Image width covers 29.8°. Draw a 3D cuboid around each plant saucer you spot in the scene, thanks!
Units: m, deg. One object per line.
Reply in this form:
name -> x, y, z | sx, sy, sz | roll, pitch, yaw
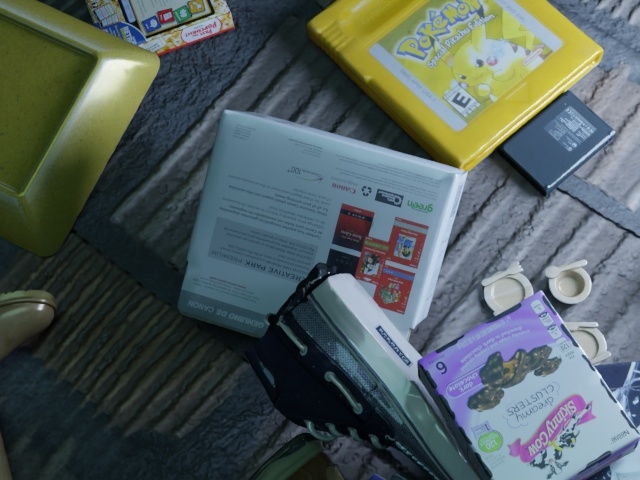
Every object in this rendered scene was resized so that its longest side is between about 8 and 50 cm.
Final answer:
plant saucer -> -0.445, -0.192, 1.679 | 0.333, 0.081, 0.332 | 25, 80, 10

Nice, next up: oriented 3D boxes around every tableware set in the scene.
tableware set -> 0.293, 0.101, 1.570 | 0.141, 0.020, 0.168 | -11, 67, -1

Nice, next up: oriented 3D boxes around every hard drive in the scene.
hard drive -> 0.326, -0.135, 1.664 | 0.135, 0.022, 0.094 | -39, 70, -12

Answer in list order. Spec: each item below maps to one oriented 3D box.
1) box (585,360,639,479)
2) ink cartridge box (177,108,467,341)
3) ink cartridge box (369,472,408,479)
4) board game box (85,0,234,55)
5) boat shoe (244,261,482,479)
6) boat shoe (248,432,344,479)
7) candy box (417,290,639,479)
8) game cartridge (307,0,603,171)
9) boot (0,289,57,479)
box -> 0.387, 0.309, 1.392 | 0.343, 0.179, 0.312 | -6, 66, 1
ink cartridge box -> 0.000, 0.000, 1.550 | 0.310, 0.130, 0.271 | 17, 98, 11
ink cartridge box -> 0.047, 0.410, 1.337 | 0.303, 0.072, 0.307 | -50, 35, -16
board game box -> -0.243, -0.349, 1.779 | 0.194, 0.045, 0.146 | -20, 68, -4
boat shoe -> 0.058, 0.201, 1.439 | 0.158, 0.127, 0.340 | -42, 77, 18
boat shoe -> -0.092, 0.368, 1.424 | 0.324, 0.122, 0.120 | -40, 80, -19
candy box -> 0.226, 0.182, 1.324 | 0.165, 0.070, 0.196 | -29, 66, -6
game cartridge -> 0.189, -0.283, 1.720 | 0.285, 0.052, 0.323 | -40, 71, -12
boot -> -0.424, 0.221, 1.539 | 0.236, 0.089, 0.269 | -21, 67, 7
